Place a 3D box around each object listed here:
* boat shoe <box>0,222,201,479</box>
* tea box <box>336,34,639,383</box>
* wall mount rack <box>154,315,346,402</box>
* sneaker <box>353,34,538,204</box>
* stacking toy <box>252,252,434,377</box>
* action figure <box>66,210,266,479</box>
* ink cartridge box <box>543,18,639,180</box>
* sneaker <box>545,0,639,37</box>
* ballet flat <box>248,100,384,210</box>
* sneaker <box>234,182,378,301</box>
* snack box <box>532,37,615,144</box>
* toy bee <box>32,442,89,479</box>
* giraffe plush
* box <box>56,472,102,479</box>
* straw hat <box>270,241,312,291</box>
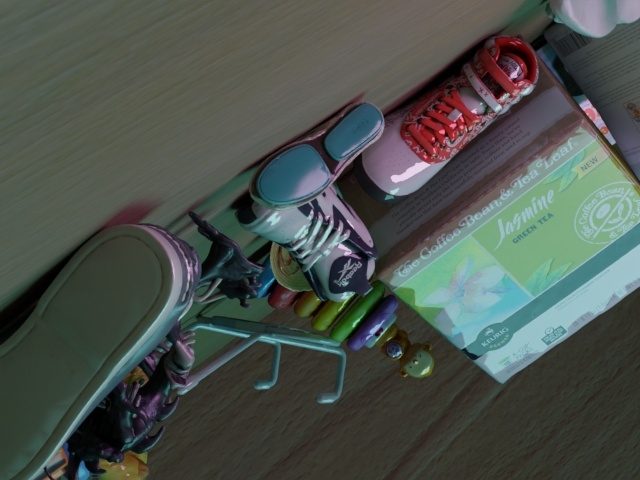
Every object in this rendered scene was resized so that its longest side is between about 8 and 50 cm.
[{"bbox_3d":[-0.215,0.108,0.961,0.319,0.116,0.099,-43,171,14],"label":"boat shoe"},{"bbox_3d":[0.259,-0.034,1.648,0.329,0.323,0.220,-39,-141,15],"label":"tea box"},{"bbox_3d":[-0.139,0.191,1.963,0.304,0.131,0.350,13,173,-34],"label":"wall mount rack"},{"bbox_3d":[0.150,-0.149,1.383,0.270,0.090,0.145,-38,177,-43],"label":"sneaker"},{"bbox_3d":[0.053,0.105,1.842,0.175,0.302,0.166,-48,176,2],"label":"stacking toy"},{"bbox_3d":[-0.175,0.103,1.115,0.276,0.141,0.164,-52,179,-5],"label":"action figure"},{"bbox_3d":[0.458,-0.228,1.621,0.066,0.261,0.296,-36,-176,-19],"label":"ink cartridge box"},{"bbox_3d":[0.300,-0.276,1.414,0.094,0.080,0.212,2,-171,34],"label":"sneaker"},{"bbox_3d":[-0.006,-0.074,1.137,0.168,0.057,0.052,-35,-175,-29],"label":"ballet flat"},{"bbox_3d":[0.000,0.000,1.305,0.094,0.153,0.235,-39,176,6],"label":"sneaker"},{"bbox_3d":[0.410,-0.241,1.818,0.322,0.187,0.060,-37,-168,-9],"label":"snack box"},{"bbox_3d":[-0.323,0.225,1.352,0.298,0.162,0.195,-8,-155,39],"label":"toy bee"},{"bbox_3d":[-0.293,0.241,1.747,0.170,0.181,0.210,-47,141,5],"label":"giraffe plush"},{"bbox_3d":[-0.447,0.429,1.846,0.231,0.127,0.262,11,148,-30],"label":"box"},{"bbox_3d":[-0.026,-0.003,1.673,0.144,0.144,0.061,-35,-146,-22],"label":"straw hat"}]
